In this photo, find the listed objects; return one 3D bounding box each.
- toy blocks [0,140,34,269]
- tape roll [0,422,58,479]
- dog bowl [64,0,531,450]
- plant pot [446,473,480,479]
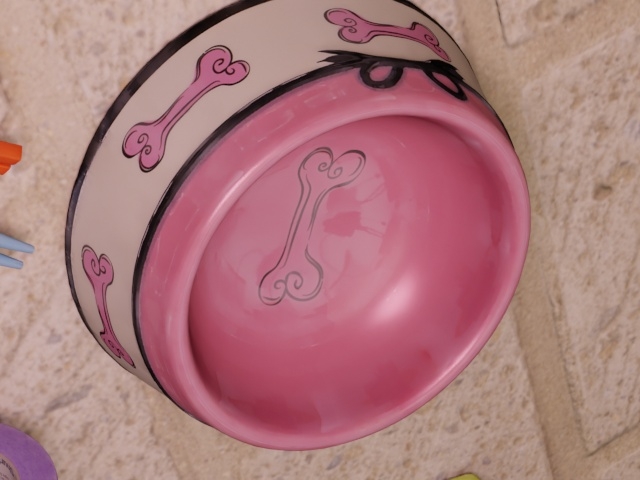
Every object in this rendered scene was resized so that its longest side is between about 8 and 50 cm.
[{"bbox_3d":[-0.274,-0.037,1.351,0.148,0.054,0.123,18,110,-39],"label":"toy blocks"},{"bbox_3d":[-0.302,0.235,1.426,0.189,0.189,0.080,-18,127,-21],"label":"tape roll"},{"bbox_3d":[0.000,0.000,1.482,0.408,0.150,0.408,-16,127,-22],"label":"dog bowl"},{"bbox_3d":[0.117,0.412,1.790,0.228,0.227,0.207,-21,136,-19],"label":"plant pot"}]
